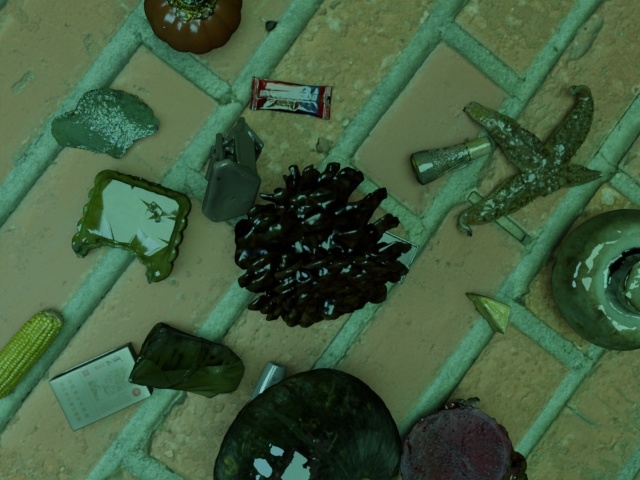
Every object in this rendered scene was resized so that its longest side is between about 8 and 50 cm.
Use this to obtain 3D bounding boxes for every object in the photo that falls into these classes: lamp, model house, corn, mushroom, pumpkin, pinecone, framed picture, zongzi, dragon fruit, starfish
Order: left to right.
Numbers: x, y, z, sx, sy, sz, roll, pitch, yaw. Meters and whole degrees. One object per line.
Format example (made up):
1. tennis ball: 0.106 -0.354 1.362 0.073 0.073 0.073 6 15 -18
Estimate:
1. corn: -0.697 0.265 1.596 0.081 0.081 0.248 40 87 -8
2. zongzi: -0.296 0.301 1.555 0.251 0.274 0.125 19 97 -8
3. lamp: -0.287 -0.534 1.556 0.224 0.196 0.223 0 93 -8
4. model house: -0.201 -0.166 1.578 0.123 0.229 0.188 7 57 -11
5. pumpkin: -0.028 0.504 1.549 0.455 0.344 0.453 -16 114 -39
6. pinecone: 0.000 0.000 1.538 0.398 0.398 0.397 0 93 -8
7. framed picture: 0.163 0.033 1.737 0.149 0.011 0.109 25 89 -8
8. dragon fruit: 0.346 0.592 1.681 0.314 0.296 0.262 -37 131 -8
9. starfish: 0.520 -0.221 1.743 0.433 0.082 0.323 -16 98 -4
10. mushroom: 0.742 0.096 1.693 0.353 0.260 0.351 0 92 -2

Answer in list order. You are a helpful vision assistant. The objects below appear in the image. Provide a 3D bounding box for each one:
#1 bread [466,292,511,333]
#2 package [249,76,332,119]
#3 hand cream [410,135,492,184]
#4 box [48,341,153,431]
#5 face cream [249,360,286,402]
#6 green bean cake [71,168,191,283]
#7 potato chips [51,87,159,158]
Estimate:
1. bread: 0.420 0.183 1.740 0.109 0.084 0.080 18 88 -8
2. package: -0.071 -0.348 1.682 0.201 0.022 0.083 5 93 -9
3. hand cream: 0.327 -0.206 1.696 0.203 0.084 0.083 -19 95 3
4. box: -0.519 0.347 1.635 0.201 0.058 0.140 -25 96 -5
5. face cream: -0.135 0.390 1.692 0.072 0.051 0.182 18 90 -16
6. green bean cake: -0.436 -0.031 1.596 0.236 0.124 0.232 18 90 -9
7. potato chips: -0.508 -0.269 1.611 0.228 0.059 0.167 -34 106 -5
